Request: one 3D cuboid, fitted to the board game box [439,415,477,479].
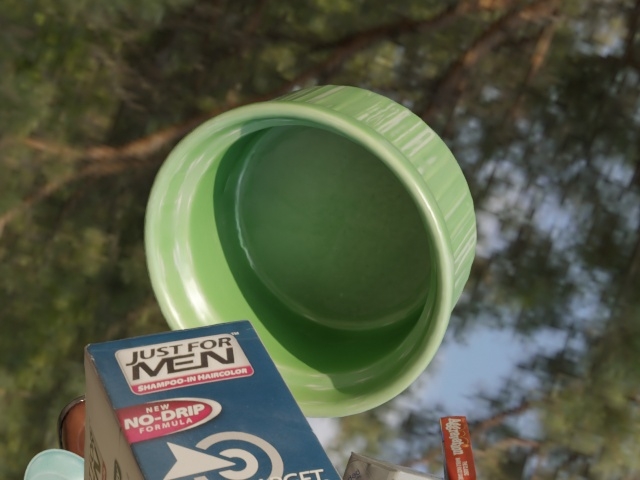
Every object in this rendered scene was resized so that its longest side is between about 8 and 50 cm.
[{"bbox_3d":[0.129,0.308,1.290,0.145,0.027,0.281,-89,173,-75],"label":"board game box"}]

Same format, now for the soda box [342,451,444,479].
[{"bbox_3d":[0.144,0.355,1.944,0.091,0.286,0.098,14,-97,45],"label":"soda box"}]

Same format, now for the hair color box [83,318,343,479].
[{"bbox_3d":[-0.028,0.214,0.772,0.347,0.105,0.174,-124,-146,-46],"label":"hair color box"}]

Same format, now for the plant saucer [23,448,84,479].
[{"bbox_3d":[-0.218,0.239,1.304,0.021,0.119,0.119,-35,-144,25],"label":"plant saucer"}]

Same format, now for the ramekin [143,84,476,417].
[{"bbox_3d":[0.000,0.000,1.414,0.303,0.303,0.148,-59,171,29],"label":"ramekin"}]

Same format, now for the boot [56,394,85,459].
[{"bbox_3d":[-0.210,0.342,1.791,0.280,0.096,0.264,40,-35,52],"label":"boot"}]
